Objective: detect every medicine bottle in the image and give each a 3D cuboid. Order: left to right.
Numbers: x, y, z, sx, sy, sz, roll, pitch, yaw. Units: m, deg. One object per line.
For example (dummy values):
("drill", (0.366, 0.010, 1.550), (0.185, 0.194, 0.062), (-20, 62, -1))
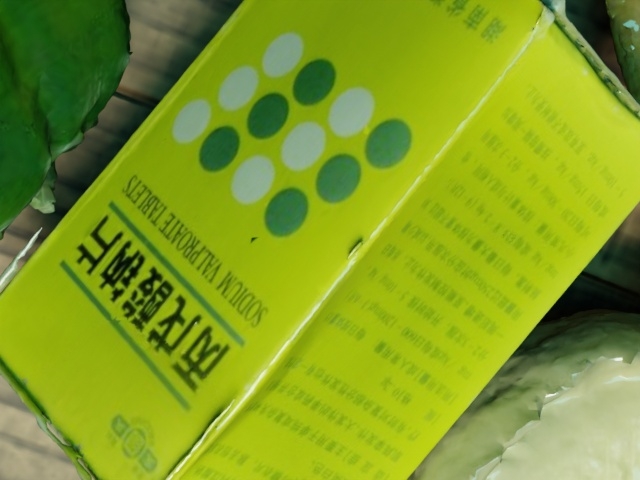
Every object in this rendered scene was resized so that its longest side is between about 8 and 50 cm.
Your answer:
("medicine bottle", (0.000, 0.000, 0.648), (0.250, 0.137, 0.141), (-51, 143, 4))

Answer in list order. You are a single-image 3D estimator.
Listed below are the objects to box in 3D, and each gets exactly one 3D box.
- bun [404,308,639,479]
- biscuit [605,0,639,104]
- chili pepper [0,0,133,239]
("bun", (0.130, 0.156, 0.725), (0.259, 0.152, 0.259), (1, 88, -19))
("biscuit", (0.194, -0.036, 0.695), (0.118, 0.029, 0.247), (-9, 77, -26))
("chili pepper", (-0.226, -0.146, 0.580), (0.213, 0.167, 0.385), (-41, 107, 0))
